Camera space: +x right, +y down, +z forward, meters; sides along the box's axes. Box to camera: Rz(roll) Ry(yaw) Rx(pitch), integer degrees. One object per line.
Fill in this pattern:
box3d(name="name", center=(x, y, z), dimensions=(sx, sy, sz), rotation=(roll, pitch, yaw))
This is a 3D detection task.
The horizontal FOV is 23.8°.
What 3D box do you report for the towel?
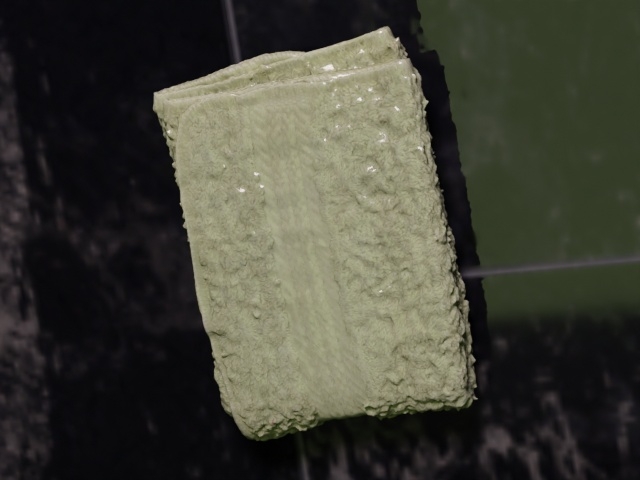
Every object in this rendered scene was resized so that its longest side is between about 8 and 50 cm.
box3d(name="towel", center=(0.000, 0.000, 0.583), dimensions=(0.110, 0.027, 0.148), rotation=(-11, 96, 20))
